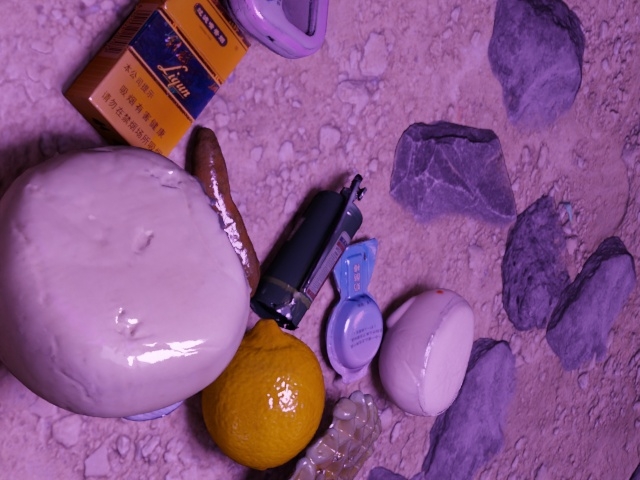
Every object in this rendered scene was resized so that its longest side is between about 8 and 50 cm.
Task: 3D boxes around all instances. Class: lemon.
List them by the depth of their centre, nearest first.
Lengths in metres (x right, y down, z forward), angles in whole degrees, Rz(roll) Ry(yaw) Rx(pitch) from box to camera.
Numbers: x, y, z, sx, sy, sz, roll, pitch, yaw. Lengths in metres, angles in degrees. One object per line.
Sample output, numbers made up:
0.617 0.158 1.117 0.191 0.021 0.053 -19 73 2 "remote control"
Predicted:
-0.085 0.235 1.681 0.187 0.187 0.244 -6 108 -44 "lemon"

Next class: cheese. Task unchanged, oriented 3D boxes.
0.057 0.122 1.885 0.135 0.052 0.244 -16 110 -44 "cheese"

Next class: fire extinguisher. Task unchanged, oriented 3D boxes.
0.000 0.000 1.766 0.093 0.118 0.294 33 72 -2 "fire extinguisher"

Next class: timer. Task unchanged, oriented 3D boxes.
-0.061 -0.372 1.597 0.191 0.069 0.208 27 60 -49 "timer"

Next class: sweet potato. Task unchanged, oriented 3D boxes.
-0.145 -0.030 1.636 0.075 0.075 0.273 -31 117 -36 "sweet potato"

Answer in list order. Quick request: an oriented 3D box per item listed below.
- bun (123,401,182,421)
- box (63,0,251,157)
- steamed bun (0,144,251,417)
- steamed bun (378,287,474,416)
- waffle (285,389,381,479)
-0.247 0.186 1.579 0.141 0.083 0.140 -15 116 -33 "bun"
-0.216 -0.232 1.513 0.237 0.070 0.152 -54 132 -17 "box"
-0.274 0.063 1.401 0.312 0.233 0.333 -7 65 -32 "steamed bun"
0.179 0.191 1.968 0.177 0.131 0.228 27 80 -55 "steamed bun"
0.009 0.378 1.815 0.291 0.056 0.309 -55 159 -12 "waffle"
